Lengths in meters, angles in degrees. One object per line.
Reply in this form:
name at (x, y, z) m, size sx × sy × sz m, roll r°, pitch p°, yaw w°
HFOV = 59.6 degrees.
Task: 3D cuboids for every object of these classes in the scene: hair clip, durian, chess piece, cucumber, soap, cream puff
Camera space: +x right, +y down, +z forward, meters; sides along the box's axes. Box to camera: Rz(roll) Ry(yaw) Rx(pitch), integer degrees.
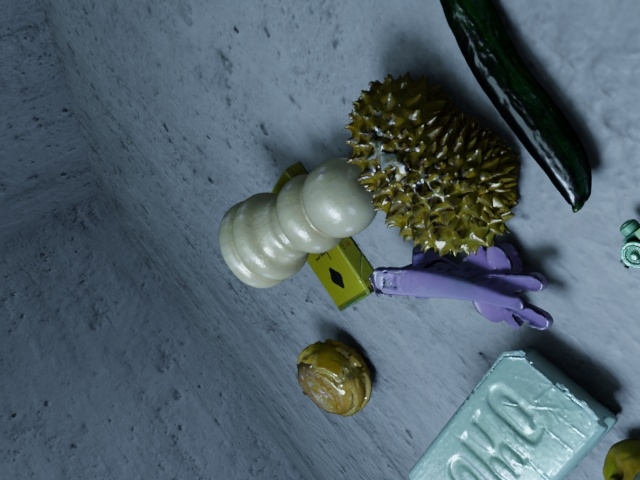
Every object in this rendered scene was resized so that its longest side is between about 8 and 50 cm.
hair clip at (0.191, 0.047, 0.758) m, size 0.278 × 0.090 × 0.137 m, roll 4°, pitch 109°, yaw 51°
durian at (0.119, -0.081, 0.667) m, size 0.249 × 0.138 × 0.183 m, roll 44°, pitch 113°, yaw 14°
chess piece at (-0.030, -0.034, 0.926) m, size 0.299 × 0.167 × 0.167 m, roll -26°, pitch 95°, yaw 47°
cucumber at (0.192, -0.157, 0.561) m, size 0.284 × 0.056 × 0.056 m, roll 60°, pitch 155°, yaw 3°
soap at (0.248, 0.274, 0.742) m, size 0.150 × 0.094 × 0.261 m, roll 41°, pitch 113°, yaw 29°
cream puff at (0.036, 0.300, 1.247) m, size 0.189 × 0.129 × 0.189 m, roll 31°, pitch 139°, yaw 31°

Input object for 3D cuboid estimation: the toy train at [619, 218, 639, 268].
toy train at (0.333, 0.019, 0.506) m, size 0.122 × 0.050 × 0.081 m, roll 51°, pitch 146°, yaw 19°

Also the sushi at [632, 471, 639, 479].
sushi at (0.408, 0.224, 0.366) m, size 0.328 × 0.285 × 0.329 m, roll 35°, pitch 124°, yaw 31°

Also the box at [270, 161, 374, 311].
box at (-0.001, -0.001, 1.081) m, size 0.279 × 0.041 × 0.153 m, roll 56°, pitch 153°, yaw 5°

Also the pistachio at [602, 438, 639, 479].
pistachio at (0.407, 0.307, 0.625) m, size 0.189 × 0.100 × 0.110 m, roll 45°, pitch 155°, yaw 29°
